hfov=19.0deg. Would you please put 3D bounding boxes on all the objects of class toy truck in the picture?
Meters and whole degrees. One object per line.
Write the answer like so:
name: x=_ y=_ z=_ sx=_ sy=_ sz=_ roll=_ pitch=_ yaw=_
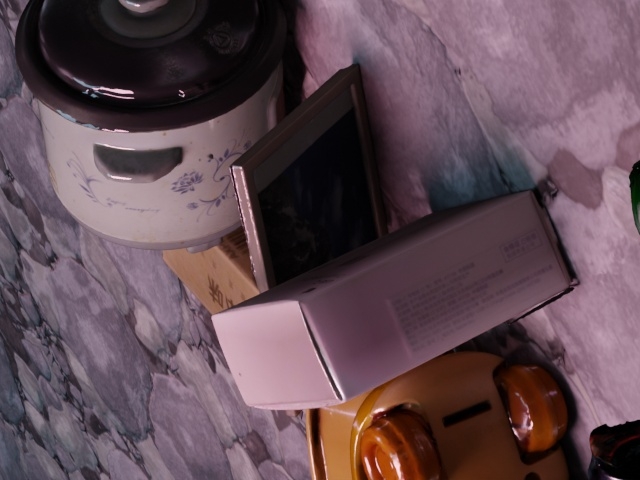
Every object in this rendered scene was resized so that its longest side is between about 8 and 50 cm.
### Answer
toy truck: x=0.120 y=0.223 z=1.783 sx=0.211 sy=0.204 sz=0.288 roll=-1 pitch=107 yaw=65

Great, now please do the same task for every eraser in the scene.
eraser: x=-0.062 y=0.061 z=2.142 sx=0.343 sy=0.078 sz=0.144 roll=45 pitch=151 yaw=35

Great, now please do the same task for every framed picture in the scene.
framed picture: x=0.000 y=0.000 z=1.818 sx=0.019 sy=0.209 sz=0.281 roll=11 pitch=128 yaw=32

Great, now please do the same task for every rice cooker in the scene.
rice cooker: x=-0.161 y=-0.154 z=1.916 sx=0.316 sy=0.264 sz=0.317 roll=5 pitch=-90 yaw=-84

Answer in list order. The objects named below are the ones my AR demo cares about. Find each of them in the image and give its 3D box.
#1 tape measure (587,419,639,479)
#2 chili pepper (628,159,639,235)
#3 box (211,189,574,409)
tape measure: x=0.300 y=0.273 z=1.555 sx=0.223 sy=0.135 sz=0.202 roll=31 pitch=132 yaw=42
chili pepper: x=0.287 y=-0.036 z=1.254 sx=0.261 sy=0.165 sz=0.174 roll=67 pitch=168 yaw=-1
box: x=0.060 y=0.056 z=1.678 sx=0.203 sy=0.251 sz=0.106 roll=-11 pitch=104 yaw=66
